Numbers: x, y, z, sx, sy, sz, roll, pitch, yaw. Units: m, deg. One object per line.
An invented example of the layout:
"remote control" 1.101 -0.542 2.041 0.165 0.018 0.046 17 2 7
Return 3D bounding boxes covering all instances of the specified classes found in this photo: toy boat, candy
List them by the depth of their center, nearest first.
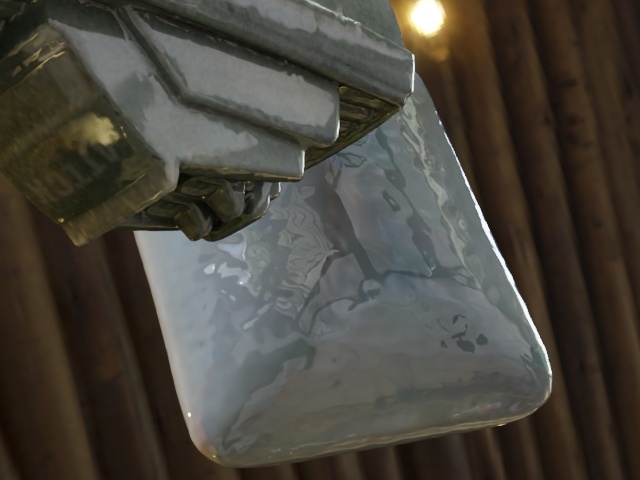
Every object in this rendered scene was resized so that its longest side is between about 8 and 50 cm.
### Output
"toy boat" -0.087 -0.051 0.311 0.260 0.078 0.085 13 -120 -42
"candy" 0.000 0.000 0.578 0.138 0.071 0.174 -7 -126 -18
